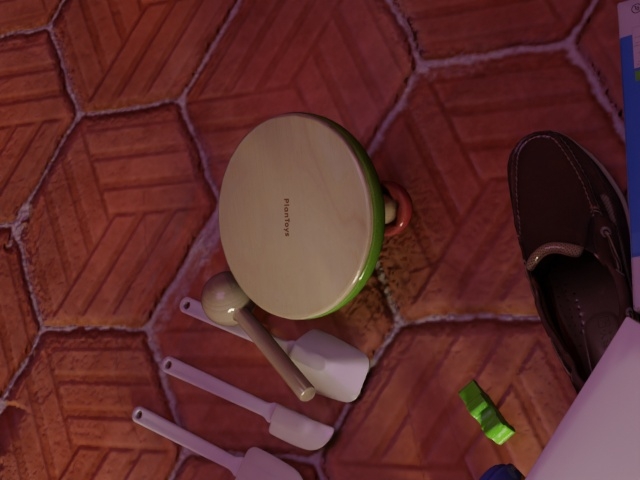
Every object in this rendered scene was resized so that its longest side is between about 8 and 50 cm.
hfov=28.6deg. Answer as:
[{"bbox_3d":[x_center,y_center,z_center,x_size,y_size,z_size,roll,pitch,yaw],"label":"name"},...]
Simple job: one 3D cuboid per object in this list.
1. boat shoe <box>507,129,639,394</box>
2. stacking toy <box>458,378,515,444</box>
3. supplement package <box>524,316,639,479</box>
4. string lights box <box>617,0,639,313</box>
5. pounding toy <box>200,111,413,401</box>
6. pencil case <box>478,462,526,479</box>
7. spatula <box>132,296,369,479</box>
[{"bbox_3d":[0.203,0.013,0.994,0.095,0.095,0.257,-30,60,22],"label":"boat shoe"},{"bbox_3d":[0.123,0.247,1.000,0.167,0.052,0.221,-42,54,13],"label":"stacking toy"},{"bbox_3d":[0.257,0.161,0.813,0.134,0.244,0.139,34,93,37],"label":"supplement package"},{"bbox_3d":[0.309,-0.070,0.964,0.133,0.077,0.259,-10,69,32],"label":"string lights box"},{"bbox_3d":[0.000,0.000,1.145,0.183,0.110,0.236,35,115,34],"label":"pounding toy"},{"bbox_3d":[0.198,0.285,0.841,0.306,0.119,0.133,36,77,21],"label":"pencil case"},{"bbox_3d":[-0.073,0.146,1.186,0.242,0.019,0.168,19,86,41],"label":"spatula"}]
